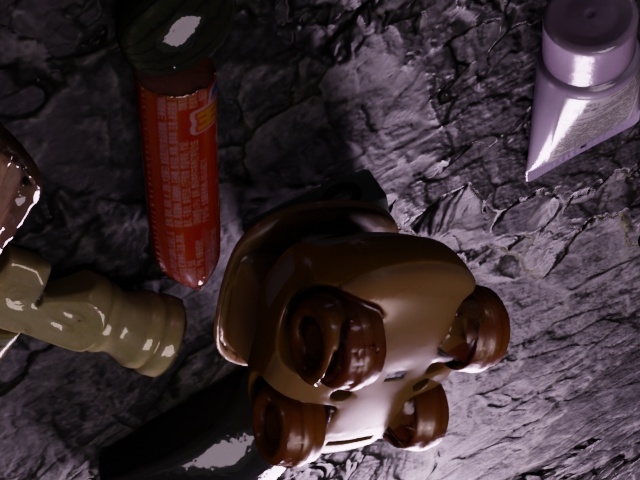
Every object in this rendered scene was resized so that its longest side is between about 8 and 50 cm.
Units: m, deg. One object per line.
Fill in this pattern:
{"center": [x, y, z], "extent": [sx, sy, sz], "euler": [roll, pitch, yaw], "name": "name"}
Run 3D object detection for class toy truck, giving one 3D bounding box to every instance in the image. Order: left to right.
{"center": [0.026, 0.093, 1.067], "extent": [0.204, 0.212, 0.288], "euler": [-3, 136, -29], "name": "toy truck"}

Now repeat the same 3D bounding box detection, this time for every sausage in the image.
{"center": [-0.129, -0.049, 1.023], "extent": [0.074, 0.074, 0.274], "euler": [-15, 137, -18], "name": "sausage"}

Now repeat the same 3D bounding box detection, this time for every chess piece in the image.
{"center": [-0.238, 0.069, 1.083], "extent": [0.200, 0.090, 0.090], "euler": [21, 119, -30], "name": "chess piece"}

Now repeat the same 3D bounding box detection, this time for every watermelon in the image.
{"center": [-0.116, -0.181, 0.895], "extent": [0.110, 0.078, 0.078], "euler": [-39, 140, 8], "name": "watermelon"}

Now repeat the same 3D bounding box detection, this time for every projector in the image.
{"center": [0.000, 0.000, 1.163], "extent": [0.147, 0.061, 0.115], "euler": [-24, 141, -8], "name": "projector"}

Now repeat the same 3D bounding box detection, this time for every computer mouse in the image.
{"center": [-0.123, 0.266, 1.331], "extent": [0.269, 0.100, 0.170], "euler": [-31, 138, 0], "name": "computer mouse"}

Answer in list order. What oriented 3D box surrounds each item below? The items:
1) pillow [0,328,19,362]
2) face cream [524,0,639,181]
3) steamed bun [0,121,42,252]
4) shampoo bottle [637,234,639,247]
{"center": [-0.387, 0.151, 1.096], "extent": [0.113, 0.038, 0.203], "euler": [11, 126, -39], "name": "pillow"}
{"center": [0.282, -0.160, 1.166], "extent": [0.154, 0.096, 0.274], "euler": [-31, 153, -4], "name": "face cream"}
{"center": [-0.382, -0.044, 0.791], "extent": [0.301, 0.199, 0.252], "euler": [21, 101, -53], "name": "steamed bun"}
{"center": [0.461, -0.089, 1.322], "extent": [0.104, 0.104, 0.278], "euler": [-7, 134, -26], "name": "shampoo bottle"}
